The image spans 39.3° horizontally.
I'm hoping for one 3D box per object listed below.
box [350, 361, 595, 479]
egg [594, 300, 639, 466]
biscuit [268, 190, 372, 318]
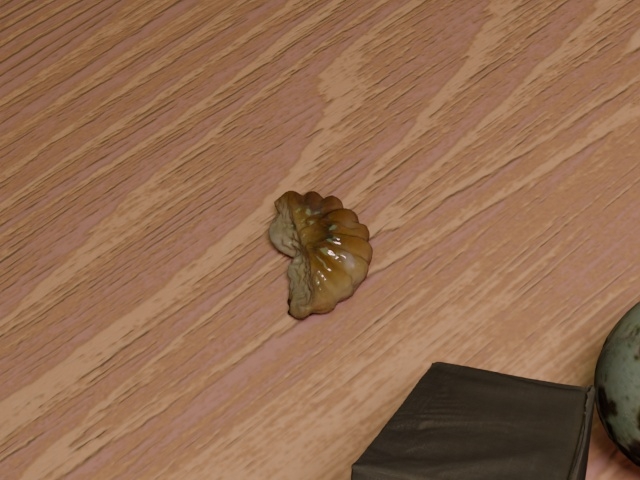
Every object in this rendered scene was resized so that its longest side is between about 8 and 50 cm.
[{"bbox_3d":[0.127,0.213,0.713,0.149,0.155,0.231,8,16,21],"label":"box"},{"bbox_3d":[0.346,0.115,0.801,0.169,0.169,0.231,31,51,33],"label":"egg"},{"bbox_3d":[0.000,0.000,1.054,0.118,0.061,0.183,-15,47,-2],"label":"biscuit"}]
